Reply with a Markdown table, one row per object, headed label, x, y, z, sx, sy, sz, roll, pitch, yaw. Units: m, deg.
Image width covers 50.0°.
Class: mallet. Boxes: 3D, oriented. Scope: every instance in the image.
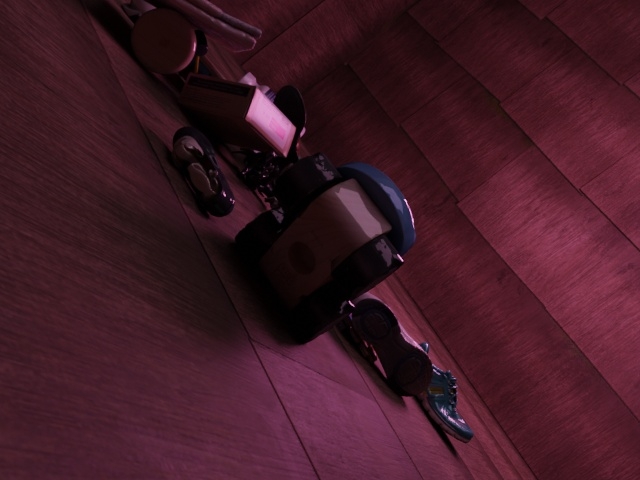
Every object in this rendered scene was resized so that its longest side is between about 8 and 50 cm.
| label | x | y | z | sx | sy | sz | roll | pitch | yaw |
| --- | --- | --- | --- | --- | --- | --- | --- | --- | --- |
| mallet | -0.301 | -0.411 | 1.661 | 0.062 | 0.039 | 0.190 | -111 | -153 | -44 |

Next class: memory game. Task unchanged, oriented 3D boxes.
| label | x | y | z | sx | sy | sz | roll | pitch | yaw |
| --- | --- | --- | --- | --- | --- | --- | --- | --- | --- |
| memory game | 0.083 | 0.193 | 1.555 | 0.186 | 0.012 | 0.186 | 59 | 9 | -16 |

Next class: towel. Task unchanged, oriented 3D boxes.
| label | x | y | z | sx | sy | sz | roll | pitch | yaw |
| --- | --- | --- | --- | --- | --- | --- | --- | --- | --- |
| towel | -0.302 | -0.531 | 1.566 | 0.316 | 0.054 | 0.332 | 26 | 5 | -20 |

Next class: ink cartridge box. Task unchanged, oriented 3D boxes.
| label | x | y | z | sx | sy | sz | roll | pitch | yaw |
| --- | --- | --- | --- | --- | --- | --- | --- | --- | --- |
| ink cartridge box | -0.193 | -0.294 | 1.628 | 0.193 | 0.088 | 0.234 | 16 | -10 | 24 |

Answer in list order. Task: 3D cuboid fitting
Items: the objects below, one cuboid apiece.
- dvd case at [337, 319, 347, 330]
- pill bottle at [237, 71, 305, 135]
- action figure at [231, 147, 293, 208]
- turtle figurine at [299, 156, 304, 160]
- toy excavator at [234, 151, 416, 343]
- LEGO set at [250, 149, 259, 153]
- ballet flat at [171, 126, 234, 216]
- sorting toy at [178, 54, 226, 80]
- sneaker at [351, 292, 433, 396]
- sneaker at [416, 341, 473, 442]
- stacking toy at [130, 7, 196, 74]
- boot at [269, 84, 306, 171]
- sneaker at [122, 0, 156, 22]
| label | x | y | z | sx | sy | sz | roll | pitch | yaw |
| --- | --- | --- | --- | --- | --- | --- | --- | --- | --- |
| dvd case | 0.019 | 0.124 | 1.577 | 0.165 | 0.018 | 0.221 | 53 | 7 | 5 |
| pill bottle | -0.188 | -0.409 | 2.247 | 0.265 | 0.153 | 0.153 | 48 | 8 | -12 |
| action figure | -0.090 | -0.134 | 1.661 | 0.276 | 0.140 | 0.164 | 54 | 19 | -2 |
| turtle figurine | -0.067 | -0.244 | 2.423 | 0.234 | 0.118 | 0.175 | 43 | 11 | -24 |
| toy excavator | 0.059 | 0.010 | 1.288 | 0.445 | 0.433 | 0.222 | -24 | 74 | -46 |
| LEGO set | -0.149 | -0.248 | 2.138 | 0.183 | 0.060 | 0.244 | 62 | 11 | 31 |
| ballet flat | -0.211 | -0.129 | 1.174 | 0.203 | 0.074 | 0.074 | 58 | 9 | 23 |
| sorting toy | -0.285 | -0.392 | 1.771 | 0.208 | 0.038 | 0.193 | 45 | -20 | -3 |
| sneaker | 0.161 | 0.224 | 1.540 | 0.297 | 0.111 | 0.129 | 60 | 4 | -22 |
| sneaker | 0.302 | 0.384 | 1.733 | 0.275 | 0.110 | 0.107 | 56 | 8 | 17 |
| stacking toy | -0.372 | -0.482 | 1.633 | 0.141 | 0.141 | 0.330 | 49 | 4 | -22 |
| boot | -0.107 | -0.304 | 1.882 | 0.280 | 0.096 | 0.264 | -124 | -154 | -67 |
| sneaker | -0.372 | -0.553 | 1.870 | 0.330 | 0.146 | 0.122 | 48 | 7 | -42 |
